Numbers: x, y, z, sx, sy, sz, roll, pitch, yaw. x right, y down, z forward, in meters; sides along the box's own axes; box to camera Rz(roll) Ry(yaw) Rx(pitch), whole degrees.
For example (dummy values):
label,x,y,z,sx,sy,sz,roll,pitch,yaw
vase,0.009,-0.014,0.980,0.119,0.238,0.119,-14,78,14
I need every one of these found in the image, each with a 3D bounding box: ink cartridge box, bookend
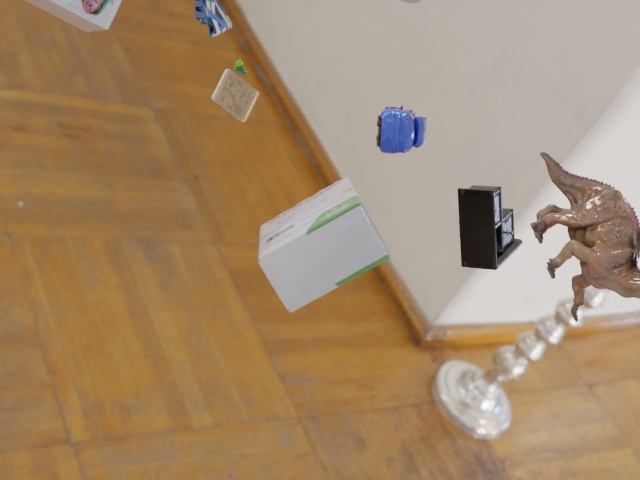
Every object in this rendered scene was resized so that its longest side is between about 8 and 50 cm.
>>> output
label,x,y,z,sx,sy,sz,roll,pitch,yaw
ink cartridge box,0.000,0.000,1.662,0.117,0.201,0.278,60,4,-12
bookend,0.329,-0.044,1.775,0.072,0.156,0.157,5,20,30

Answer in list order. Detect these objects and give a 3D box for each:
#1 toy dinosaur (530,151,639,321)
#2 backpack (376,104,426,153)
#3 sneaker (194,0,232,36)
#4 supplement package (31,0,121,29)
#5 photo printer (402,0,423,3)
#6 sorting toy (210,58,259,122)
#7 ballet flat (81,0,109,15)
label,x,y,z,sx,sy,sz,roll,pitch,yaw
toy dinosaur,0.430,-0.007,1.356,0.127,0.200,0.296,26,44,-63
backpack,0.162,-0.225,1.861,0.101,0.098,0.120,0,6,14
sneaker,-0.257,-0.519,2.059,0.144,0.059,0.053,54,-6,-31
supplement package,-0.533,-0.551,1.943,0.204,0.145,0.262,25,1,-26
photo printer,0.148,-0.568,1.678,0.307,0.107,0.256,36,61,19
sorting toy,-0.119,-0.220,1.332,0.062,0.012,0.083,34,66,-26
ballet flat,-0.345,-0.450,1.466,0.079,0.077,0.221,46,44,-33
